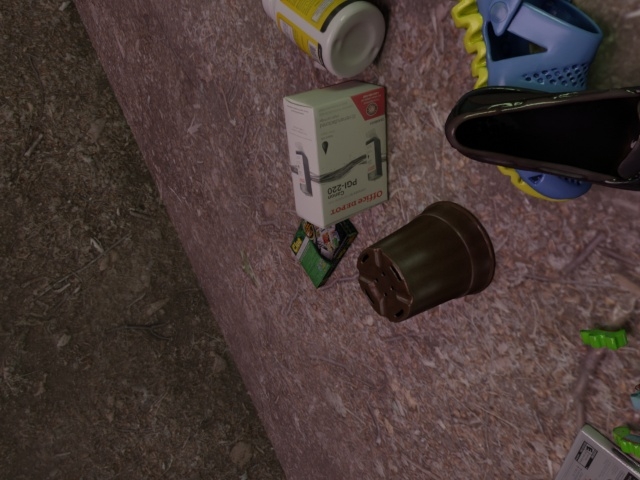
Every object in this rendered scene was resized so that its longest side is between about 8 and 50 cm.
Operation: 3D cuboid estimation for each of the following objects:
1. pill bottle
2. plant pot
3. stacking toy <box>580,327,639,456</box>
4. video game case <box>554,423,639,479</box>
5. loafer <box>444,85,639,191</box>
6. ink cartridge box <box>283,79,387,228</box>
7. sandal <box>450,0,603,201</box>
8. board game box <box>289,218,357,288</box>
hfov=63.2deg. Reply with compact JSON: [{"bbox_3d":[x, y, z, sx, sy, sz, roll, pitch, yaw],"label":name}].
[{"bbox_3d":[-0.002,-0.367,0.853,0.208,0.119,0.119,48,146,31],"label":"pill bottle"},{"bbox_3d":[0.158,0.042,0.831,0.167,0.165,0.167,39,142,40],"label":"plant pot"},{"bbox_3d":[0.429,0.188,0.605,0.221,0.052,0.167,-6,103,62],"label":"stacking toy"},{"bbox_3d":[0.436,0.389,0.763,0.173,0.022,0.191,40,141,41],"label":"video game case"},{"bbox_3d":[0.267,-0.094,0.487,0.302,0.095,0.109,8,112,23],"label":"loafer"},{"bbox_3d":[0.031,-0.151,0.911,0.092,0.158,0.218,32,137,45],"label":"ink cartridge box"},{"bbox_3d":[0.241,-0.196,0.571,0.138,0.126,0.318,-11,102,57],"label":"sandal"},{"bbox_3d":[0.000,0.000,1.212,0.136,0.030,0.260,55,149,16],"label":"board game box"}]
